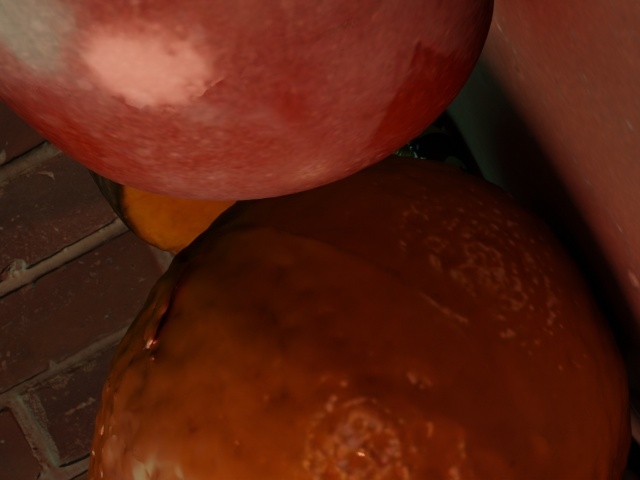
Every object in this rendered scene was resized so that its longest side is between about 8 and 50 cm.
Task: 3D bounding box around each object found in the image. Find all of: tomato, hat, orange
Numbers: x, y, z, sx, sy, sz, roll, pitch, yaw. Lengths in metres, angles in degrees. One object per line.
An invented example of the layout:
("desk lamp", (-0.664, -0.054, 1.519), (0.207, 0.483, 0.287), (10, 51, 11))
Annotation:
("tomato", (-0.057, -0.143, 0.497), (0.270, 0.227, 0.270), (62, 177, 6))
("hat", (0.082, -0.060, 0.949), (0.077, 0.059, 0.076), (52, 148, -11))
("orange", (0.035, 0.124, 0.738), (0.293, 0.340, 0.340), (29, 166, 23))

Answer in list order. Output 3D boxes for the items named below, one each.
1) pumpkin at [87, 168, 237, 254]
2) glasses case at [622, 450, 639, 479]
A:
("pumpkin", (-0.086, -0.139, 0.986), (0.303, 0.256, 0.225), (51, -158, -58))
("glasses case", (0.223, 0.203, 0.899), (0.299, 0.060, 0.114), (-119, 7, -63))
